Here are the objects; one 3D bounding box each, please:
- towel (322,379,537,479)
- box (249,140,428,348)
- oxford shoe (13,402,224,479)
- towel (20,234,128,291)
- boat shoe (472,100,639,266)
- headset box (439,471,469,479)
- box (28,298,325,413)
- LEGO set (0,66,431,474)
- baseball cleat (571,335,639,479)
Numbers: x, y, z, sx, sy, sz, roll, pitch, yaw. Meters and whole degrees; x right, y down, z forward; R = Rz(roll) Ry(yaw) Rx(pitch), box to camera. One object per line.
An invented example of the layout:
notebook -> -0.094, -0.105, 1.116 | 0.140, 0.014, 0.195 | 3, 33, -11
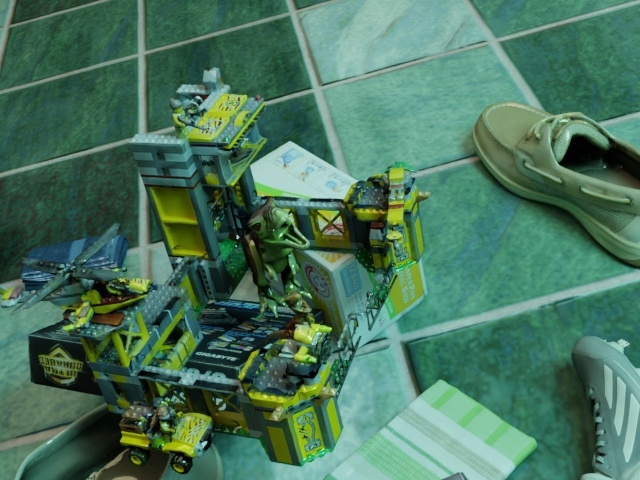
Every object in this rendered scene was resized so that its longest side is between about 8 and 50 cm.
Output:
towel -> 0.090, 0.190, 0.781 | 0.152, 0.023, 0.113 | -35, 45, -25
box -> 0.000, 0.000, 0.959 | 0.103, 0.114, 0.203 | -34, 44, -22
oxford shoe -> -0.242, 0.285, 0.691 | 0.169, 0.130, 0.449 | 18, 51, 32
towel -> -0.286, 0.022, 1.094 | 0.119, 0.029, 0.067 | -11, 39, 7
boat shoe -> 0.265, -0.089, 0.986 | 0.109, 0.098, 0.302 | -27, 40, -13
headset box -> 0.011, 0.275, 0.545 | 0.293, 0.218, 0.110 | -20, 39, -6
box -> -0.128, 0.098, 0.874 | 0.220, 0.051, 0.175 | 5, 13, 23
LEGO set -> -0.059, -0.006, 0.728 | 0.254, 0.192, 0.331 | 10, 41, 29
baseball cleat -> 0.230, 0.157, 0.731 | 0.109, 0.072, 0.206 | -27, 36, -3
